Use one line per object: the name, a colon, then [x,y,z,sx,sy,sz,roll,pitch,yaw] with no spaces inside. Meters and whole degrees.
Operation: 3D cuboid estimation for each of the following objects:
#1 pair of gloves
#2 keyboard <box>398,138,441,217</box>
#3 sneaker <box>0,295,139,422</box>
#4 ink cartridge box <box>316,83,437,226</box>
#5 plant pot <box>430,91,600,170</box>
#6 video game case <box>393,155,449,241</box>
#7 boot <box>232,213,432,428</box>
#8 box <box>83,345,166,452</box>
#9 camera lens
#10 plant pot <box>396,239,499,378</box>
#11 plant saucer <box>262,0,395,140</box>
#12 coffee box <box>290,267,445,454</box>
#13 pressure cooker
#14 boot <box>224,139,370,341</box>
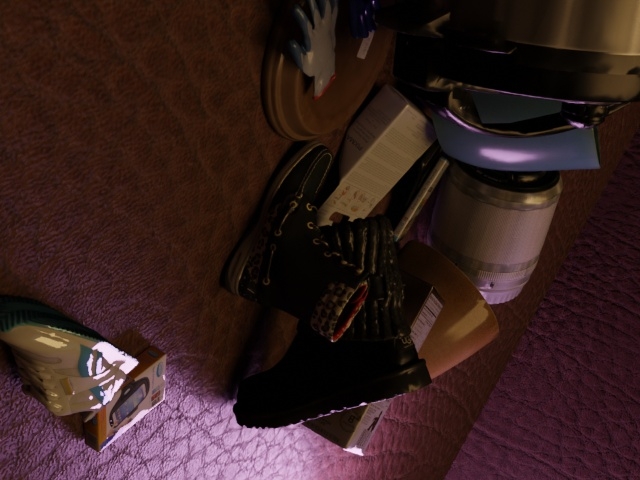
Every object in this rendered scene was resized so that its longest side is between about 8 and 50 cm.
pair of gloves: [0.024,-0.270,1.168,0.198,0.023,0.159,-54,156,-22]
keyboard: [0.174,-0.120,1.684,0.108,0.023,0.180,-53,172,-26]
sneaker: [-0.265,0.125,1.003,0.092,0.087,0.228,-57,154,-10]
ink cartridge box: [0.072,-0.117,1.525,0.232,0.066,0.189,-45,160,11]
plant pot: [0.295,-0.239,1.529,0.293,0.235,0.292,-7,90,-73]
video game case: [0.177,-0.072,1.751,0.166,0.015,0.119,-59,173,6]
boot: [-0.012,0.120,1.448,0.131,0.348,0.260,-13,84,-60]
box: [-0.233,0.189,1.212,0.136,0.028,0.081,-36,145,-44]
camera lens: [0.325,-0.045,1.888,0.219,0.219,0.274,-36,145,-47]
plant pot: [0.147,0.168,1.781,0.254,0.237,0.237,-40,151,-14]
plant saucer: [0.022,-0.252,1.264,0.278,0.041,0.277,-46,151,-35]
coffee box: [0.058,0.180,1.636,0.297,0.168,0.119,-61,157,-6]
pressure cooker: [0.269,-0.326,1.172,0.375,0.370,0.420,-52,150,-65]
boot: [0.000,0.001,1.305,0.236,0.179,0.085,-60,157,-5]
